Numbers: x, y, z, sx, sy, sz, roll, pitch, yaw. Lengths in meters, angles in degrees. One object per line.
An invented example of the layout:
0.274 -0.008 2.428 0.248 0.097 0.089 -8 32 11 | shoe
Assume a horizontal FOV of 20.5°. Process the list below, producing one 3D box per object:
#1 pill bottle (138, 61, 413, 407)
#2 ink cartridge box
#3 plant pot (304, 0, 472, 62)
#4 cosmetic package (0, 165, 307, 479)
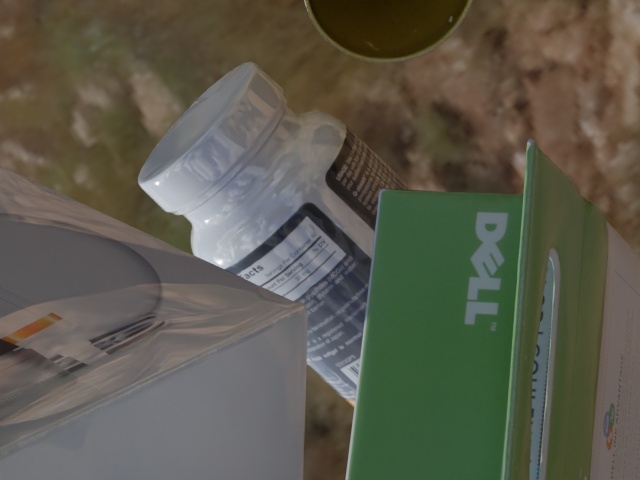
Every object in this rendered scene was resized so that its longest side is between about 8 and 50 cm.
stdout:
0.000 0.000 1.402 0.278 0.162 0.162 44 160 -16 | pill bottle
0.052 0.050 0.494 0.062 0.109 0.209 3 168 21 | ink cartridge box
0.049 -0.220 1.393 0.095 0.134 0.134 -100 -9 -60 | plant pot
-0.233 0.074 0.632 0.284 0.377 0.097 21 122 37 | cosmetic package
